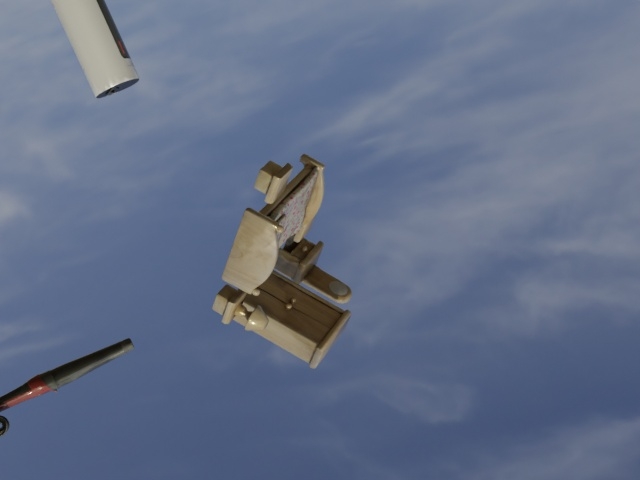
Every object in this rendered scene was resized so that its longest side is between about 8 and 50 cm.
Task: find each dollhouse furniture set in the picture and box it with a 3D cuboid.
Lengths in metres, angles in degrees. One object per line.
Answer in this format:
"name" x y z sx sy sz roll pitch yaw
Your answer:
"dollhouse furniture set" 0.000 0.000 1.753 0.174 0.355 0.303 30 -141 9

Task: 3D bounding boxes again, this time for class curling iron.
"curling iron" -0.388 0.216 1.619 0.274 0.035 0.068 -31 -106 -17

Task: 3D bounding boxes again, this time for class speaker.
"speaker" -0.251 -0.227 1.253 0.055 0.136 0.055 -24 -178 1
